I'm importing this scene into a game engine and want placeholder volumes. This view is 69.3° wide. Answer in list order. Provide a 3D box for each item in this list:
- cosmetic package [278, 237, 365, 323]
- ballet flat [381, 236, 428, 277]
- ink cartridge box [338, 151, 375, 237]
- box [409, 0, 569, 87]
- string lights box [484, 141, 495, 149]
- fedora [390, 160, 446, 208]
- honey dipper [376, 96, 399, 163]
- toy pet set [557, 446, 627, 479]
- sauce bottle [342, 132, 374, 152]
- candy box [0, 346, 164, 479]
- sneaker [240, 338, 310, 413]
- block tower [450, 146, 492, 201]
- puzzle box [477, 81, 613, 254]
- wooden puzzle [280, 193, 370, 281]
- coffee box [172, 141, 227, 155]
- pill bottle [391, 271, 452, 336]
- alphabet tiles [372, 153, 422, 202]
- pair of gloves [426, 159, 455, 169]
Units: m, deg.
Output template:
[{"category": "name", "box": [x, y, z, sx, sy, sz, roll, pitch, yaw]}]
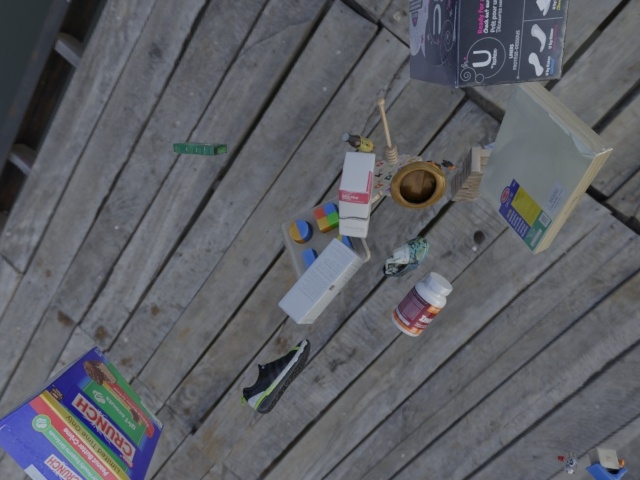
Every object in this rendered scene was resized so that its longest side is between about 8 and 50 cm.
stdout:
[{"category": "cosmetic package", "box": [0.006, 0.110, 1.216, 0.085, 0.117, 0.231, 40, 94, 19]}, {"category": "ballet flat", "box": [0.194, 0.046, 1.107, 0.070, 0.070, 0.188, 35, 152, 6]}, {"category": "ink cartridge box", "box": [0.109, -0.134, 1.393, 0.092, 0.158, 0.217, 6, 146, 9]}, {"category": "box", "box": [0.219, -0.313, 0.659, 0.142, 0.247, 0.163, -7, 113, -2]}, {"category": "string lights box", "box": [0.755, -0.334, 1.704, 0.260, 0.076, 0.133, -23, 109, 8]}, {"category": "fedora", "box": [0.323, -0.195, 1.543, 0.195, 0.079, 0.194, 3, 133, 4]}, {"category": "honey dipper", "box": [0.144, -0.238, 1.002, 0.031, 0.030, 0.160, -3, 135, 17]}, {"category": "toy pet set", "box": [0.577, 0.477, 0.953, 0.122, 0.065, 0.114, 8, 142, 2]}, {"category": "sauce bottle", "box": [0.115, -0.299, 1.408, 0.042, 0.128, 0.042, -4, 84, 40]}, {"category": "candy box", "box": [-0.483, 0.395, 0.976, 0.122, 0.317, 0.268, -37, 98, -5]}, {"category": "sneaker", "box": [-0.116, 0.334, 1.201, 0.097, 0.234, 0.084, 29, 146, 19]}, {"category": "block tower", "box": [0.558, -0.232, 1.699, 0.097, 0.335, 0.090, 2, 77, 5]}, {"category": "puzzle box", "box": [0.553, -0.175, 1.207, 0.052, 0.408, 0.272, -23, 59, -11]}, {"category": "wooden puzzle", "box": [0.000, 0.000, 1.923, 0.348, 0.080, 0.321, -28, 67, 19]}, {"category": "coffee box", "box": [-0.481, -0.368, 1.855, 0.184, 0.113, 0.040, 7, 108, 16]}, {"category": "pill bottle", "box": [0.248, 0.153, 1.126, 0.086, 0.086, 0.152, 36, 114, 6]}, {"category": "alphabet tiles", "box": [0.251, -0.237, 1.762, 0.284, 0.278, 0.021, -40, 120, -14]}, {"category": "pair of gloves", "box": [0.408, -0.254, 1.566, 0.083, 0.074, 0.010, 1, 74, 37]}]
